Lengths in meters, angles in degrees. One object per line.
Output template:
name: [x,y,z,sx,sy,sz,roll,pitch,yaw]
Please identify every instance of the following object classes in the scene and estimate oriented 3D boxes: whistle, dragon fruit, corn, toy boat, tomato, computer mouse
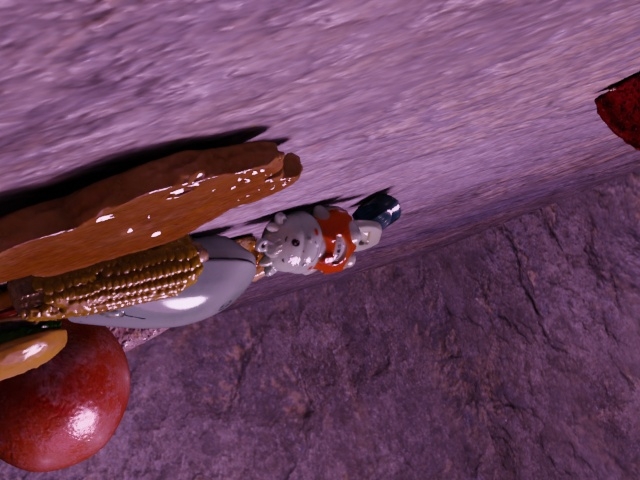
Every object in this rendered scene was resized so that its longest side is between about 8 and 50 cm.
whistle: [-0.001,0.001,2.169,0.253,0.106,0.102,-5,146,-44]
dragon fruit: [0.458,-0.179,1.905,0.083,0.106,0.162,-16,172,-38]
corn: [-0.257,0.041,1.754,0.261,0.097,0.097,-13,173,-28]
toy boat: [0.098,-0.047,2.323,0.060,0.055,0.141,-41,-177,-21]
tomato: [-0.429,0.221,2.190,0.264,0.265,0.265,-18,175,-2]
computer mouse: [-0.220,0.076,2.041,0.288,0.097,0.159,-13,157,-38]

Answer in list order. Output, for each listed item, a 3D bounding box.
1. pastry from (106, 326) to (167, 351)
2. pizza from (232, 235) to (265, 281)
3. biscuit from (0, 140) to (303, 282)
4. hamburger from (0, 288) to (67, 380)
pastry: [-0.349,0.145,2.484,0.265,0.112,0.103,-19,-174,15]
pizza: [-0.203,0.059,2.246,0.365,0.074,0.182,-12,168,-47]
biscuit: [-0.178,-0.036,1.406,0.376,0.051,0.269,-17,172,-33]
hamburger: [-0.426,0.126,1.926,0.162,0.115,0.162,-21,176,-2]
